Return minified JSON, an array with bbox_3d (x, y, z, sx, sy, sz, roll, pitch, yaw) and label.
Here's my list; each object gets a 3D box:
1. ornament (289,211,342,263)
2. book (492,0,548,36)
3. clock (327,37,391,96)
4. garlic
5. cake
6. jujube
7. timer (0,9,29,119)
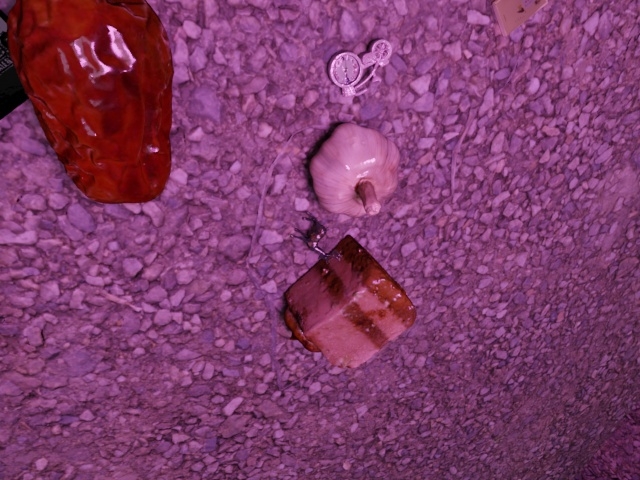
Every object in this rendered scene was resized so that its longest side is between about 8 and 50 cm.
[{"bbox_3d":[0.000,0.000,0.977,0.125,0.028,0.073,39,101,1],"label":"ornament"},{"bbox_3d":[0.411,-0.487,0.904,0.111,0.014,0.077,-39,125,3],"label":"book"},{"bbox_3d":[0.079,-0.333,0.847,0.129,0.041,0.087,-27,121,1],"label":"clock"},{"bbox_3d":[0.085,-0.118,0.862,0.199,0.226,0.199,-7,121,-11],"label":"garlic"},{"bbox_3d":[0.045,0.163,1.026,0.293,0.199,0.196,-40,127,5],"label":"cake"},{"bbox_3d":[-0.325,-0.205,0.673,0.216,0.216,0.342,-7,134,-18],"label":"jujube"},{"bbox_3d":[-0.510,-0.282,0.640,0.144,0.055,0.187,-35,129,3],"label":"timer"}]
